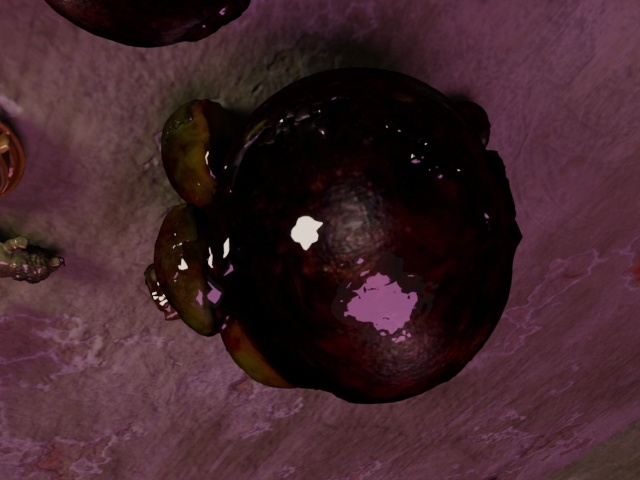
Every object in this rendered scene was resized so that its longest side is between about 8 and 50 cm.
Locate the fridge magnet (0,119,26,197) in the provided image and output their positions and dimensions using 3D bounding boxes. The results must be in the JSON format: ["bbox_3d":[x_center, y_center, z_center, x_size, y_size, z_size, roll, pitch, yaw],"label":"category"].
[{"bbox_3d":[-0.402,-0.087,0.707,0.143,0.063,0.143,-14,140,-12],"label":"fridge magnet"}]

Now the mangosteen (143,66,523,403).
[{"bbox_3d":[0.016,-0.015,0.756,0.421,0.381,0.381,10,147,25],"label":"mangosteen"}]

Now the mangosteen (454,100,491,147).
[{"bbox_3d":[0.192,-0.148,0.872,0.081,0.081,0.081,-11,138,-10],"label":"mangosteen"}]

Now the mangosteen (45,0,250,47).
[{"bbox_3d":[-0.150,-0.285,0.499,0.228,0.228,0.265,-29,106,10],"label":"mangosteen"}]

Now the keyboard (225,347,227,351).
[{"bbox_3d":[-0.110,0.115,0.948,0.072,0.231,0.023,-3,101,-10],"label":"keyboard"}]

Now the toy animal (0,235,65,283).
[{"bbox_3d":[-0.420,0.005,0.792,0.220,0.086,0.069,37,75,-39],"label":"toy animal"}]
